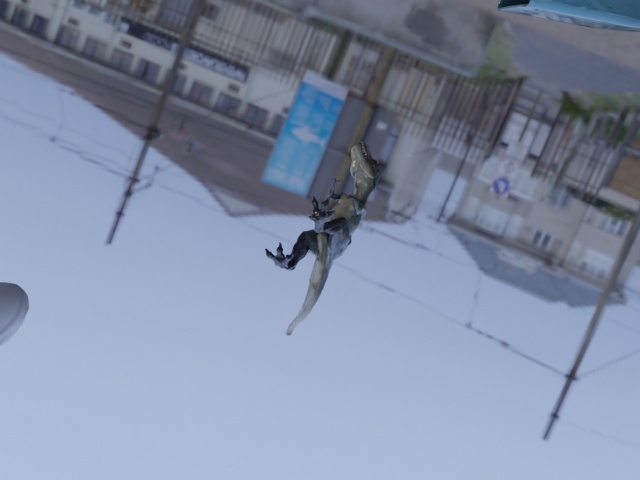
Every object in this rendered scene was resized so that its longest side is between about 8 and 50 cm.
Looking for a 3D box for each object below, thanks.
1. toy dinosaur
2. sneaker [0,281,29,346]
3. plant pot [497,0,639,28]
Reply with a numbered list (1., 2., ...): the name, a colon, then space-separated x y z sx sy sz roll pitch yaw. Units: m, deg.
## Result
1. toy dinosaur: 0.000 0.000 1.225 0.064 0.268 0.118 29 -175 29
2. sneaker: -0.394 0.074 0.954 0.212 0.094 0.080 -15 -130 -9
3. plant pot: 0.339 -0.305 1.064 0.234 0.166 0.166 13 -169 -3
